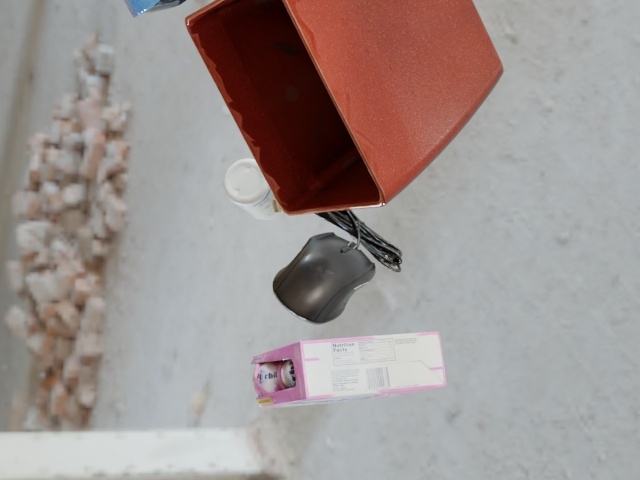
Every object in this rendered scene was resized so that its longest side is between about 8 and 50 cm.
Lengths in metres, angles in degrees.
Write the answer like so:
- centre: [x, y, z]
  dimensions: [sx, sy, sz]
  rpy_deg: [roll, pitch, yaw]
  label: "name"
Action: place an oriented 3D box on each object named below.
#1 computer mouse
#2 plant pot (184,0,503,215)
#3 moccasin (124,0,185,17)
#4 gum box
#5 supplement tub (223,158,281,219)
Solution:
- centre: [0.000, 0.000, 1.547]
  dimensions: [0.184, 0.262, 0.060]
  rpy_deg: [41, 124, 12]
  label: "computer mouse"
- centre: [0.043, -0.205, 1.343]
  dimensions: [0.267, 0.235, 0.267]
  rpy_deg: [62, 158, -11]
  label: "plant pot"
- centre: [-0.155, -0.303, 1.098]
  dimensions: [0.342, 0.116, 0.138]
  rpy_deg: [-118, 7, -45]
  label: "moccasin"
- centre: [0.027, 0.141, 1.279]
  dimensions: [0.107, 0.188, 0.062]
  rpy_deg: [-24, 70, 57]
  label: "gum box"
- centre: [-0.093, -0.073, 1.718]
  dimensions: [0.107, 0.071, 0.071]
  rpy_deg: [39, -132, -72]
  label: "supplement tub"
